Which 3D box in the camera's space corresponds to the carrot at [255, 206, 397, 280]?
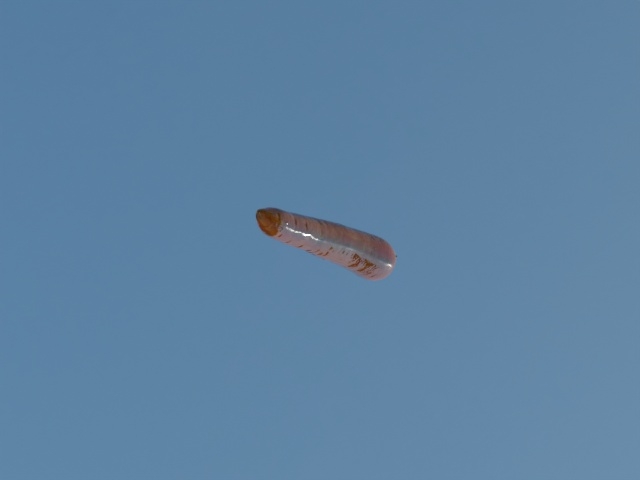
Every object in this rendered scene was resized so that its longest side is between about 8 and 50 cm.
[{"bbox_3d":[0.000,0.000,1.592,0.037,0.190,0.037,-10,-107,34],"label":"carrot"}]
